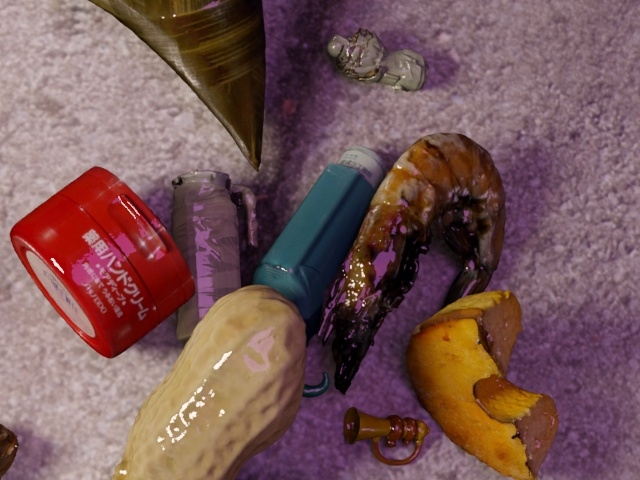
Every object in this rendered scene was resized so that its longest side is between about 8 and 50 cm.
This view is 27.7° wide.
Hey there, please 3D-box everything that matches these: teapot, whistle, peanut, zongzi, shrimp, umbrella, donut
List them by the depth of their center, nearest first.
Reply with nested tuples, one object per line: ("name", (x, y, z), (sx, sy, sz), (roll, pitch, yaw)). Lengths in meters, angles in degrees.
("peanut", (-0.118, 0.195, 1.443), (0.152, 0.152, 0.313), (34, 95, -9))
("zongzi", (-0.249, -0.296, 1.529), (0.403, 0.208, 0.432), (-1, 91, -13))
("teapot", (-0.121, 0.018, 1.550), (0.107, 0.077, 0.200), (0, 78, -23))
("donut", (0.186, 0.163, 1.583), (0.101, 0.152, 0.259), (-47, 128, -35))
("whistle", (0.085, 0.241, 1.590), (0.109, 0.046, 0.057), (13, 60, -22))
("shrimp", (0.129, 0.041, 1.613), (0.233, 0.071, 0.365), (34, 73, -34))
("umbrella", (0.074, -0.232, 1.679), (0.143, 0.062, 0.067), (18, 105, -21))

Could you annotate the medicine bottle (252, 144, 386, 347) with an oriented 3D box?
("medicine bottle", (0.000, 0.000, 1.582), (0.079, 0.124, 0.258), (16, 54, 24))

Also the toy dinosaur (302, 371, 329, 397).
("toy dinosaur", (-0.054, 0.166, 1.538), (0.132, 0.059, 0.096), (9, 91, -9))

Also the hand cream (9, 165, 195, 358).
("hand cream", (-0.243, 0.026, 1.446), (0.125, 0.193, 0.193), (-41, 93, -19))

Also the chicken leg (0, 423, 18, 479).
("chicken leg", (-0.412, 0.278, 1.408), (0.085, 0.069, 0.198), (43, 74, -31))
